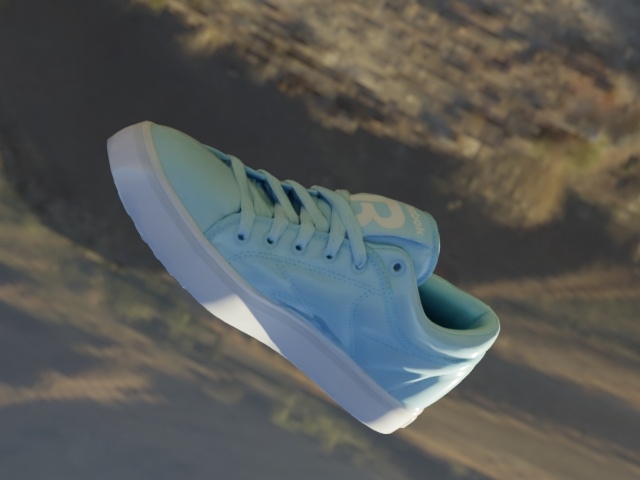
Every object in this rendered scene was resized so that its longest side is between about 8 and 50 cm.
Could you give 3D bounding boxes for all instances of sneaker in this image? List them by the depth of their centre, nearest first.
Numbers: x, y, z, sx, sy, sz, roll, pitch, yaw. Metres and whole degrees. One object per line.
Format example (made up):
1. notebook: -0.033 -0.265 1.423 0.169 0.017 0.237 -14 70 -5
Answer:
1. sneaker: 0.000 0.000 1.315 0.366 0.150 0.135 39 -161 -42
